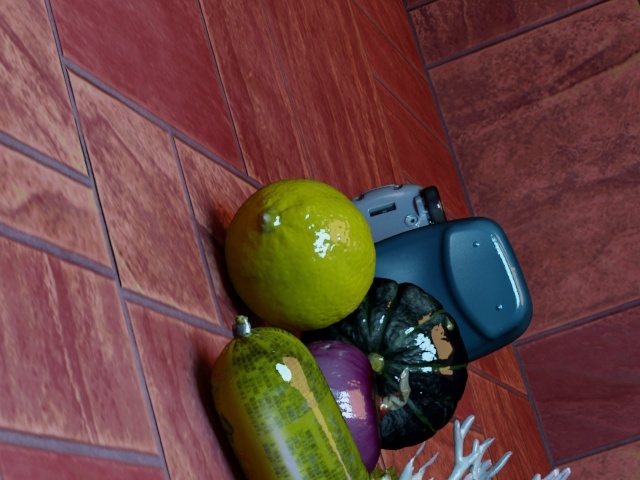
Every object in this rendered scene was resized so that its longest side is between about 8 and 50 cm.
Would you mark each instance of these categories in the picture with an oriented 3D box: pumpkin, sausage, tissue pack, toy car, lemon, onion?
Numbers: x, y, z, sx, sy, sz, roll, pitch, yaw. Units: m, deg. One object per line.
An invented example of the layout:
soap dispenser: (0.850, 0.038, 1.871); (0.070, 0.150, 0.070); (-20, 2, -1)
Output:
pumpkin: (0.077, 0.155, 2.099); (0.162, 0.221, 0.220); (36, 35, -79)
sausage: (-0.022, 0.235, 1.794); (0.123, 0.123, 0.347); (-65, 133, -71)
tissue pack: (0.136, 0.086, 2.282); (0.206, 0.287, 0.198); (52, 17, -85)
toy car: (0.125, 0.058, 2.545); (0.212, 0.181, 0.270); (65, 10, -63)
lemon: (-0.026, 0.016, 1.985); (0.203, 0.178, 0.178); (46, 27, -57)
onion: (0.014, 0.202, 1.938); (0.177, 0.153, 0.177); (-169, -90, -77)

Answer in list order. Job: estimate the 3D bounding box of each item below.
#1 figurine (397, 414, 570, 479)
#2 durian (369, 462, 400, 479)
figurine: (0.168, 0.394, 2.035); (0.206, 0.284, 0.315); (35, -28, 55)
durian: (0.095, 0.350, 2.179); (0.224, 0.078, 0.140); (24, 47, -73)
